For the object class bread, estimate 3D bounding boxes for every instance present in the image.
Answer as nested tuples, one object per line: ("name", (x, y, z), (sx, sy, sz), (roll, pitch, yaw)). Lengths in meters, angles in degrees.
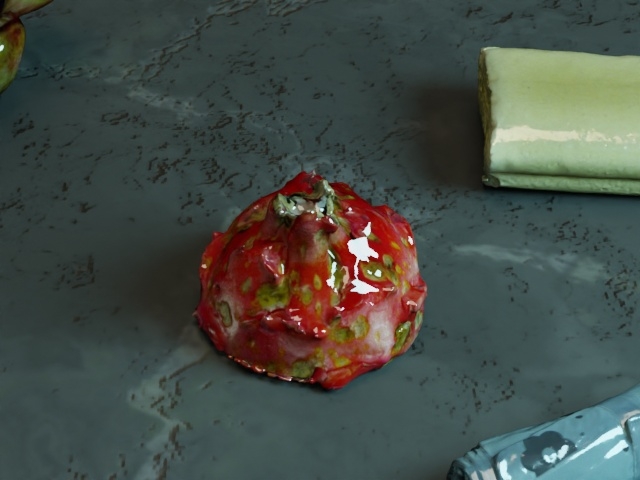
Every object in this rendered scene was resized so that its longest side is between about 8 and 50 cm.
("bread", (0.204, -0.086, 0.983), (0.178, 0.060, 0.139), (4, 41, 1))

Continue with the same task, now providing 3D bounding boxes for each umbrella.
("umbrella", (0.185, 0.106, 0.760), (0.250, 0.052, 0.053), (-17, 9, -21))

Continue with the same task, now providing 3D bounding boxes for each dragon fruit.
("dragon fruit", (0.000, 0.000, 0.834), (0.153, 0.111, 0.153), (4, 41, -4))

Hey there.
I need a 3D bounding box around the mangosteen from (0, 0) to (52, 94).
("mangosteen", (-0.326, -0.219, 0.974), (0.288, 0.288, 0.288), (2, 40, -1))
